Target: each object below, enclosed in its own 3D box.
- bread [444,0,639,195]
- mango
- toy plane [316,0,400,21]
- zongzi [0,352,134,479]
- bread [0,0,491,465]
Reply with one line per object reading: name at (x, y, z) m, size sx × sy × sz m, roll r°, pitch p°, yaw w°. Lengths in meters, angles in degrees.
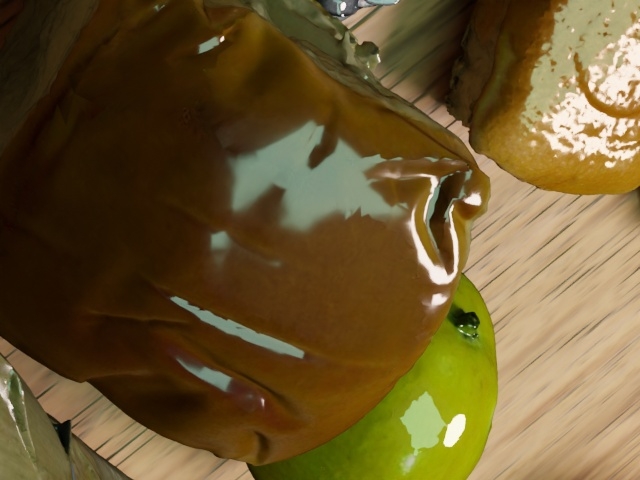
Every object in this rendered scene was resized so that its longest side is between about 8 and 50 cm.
bread at (0.189, -0.155, 1.222) m, size 0.174 × 0.121 × 0.245 m, roll 12°, pitch 110°, yaw -39°
mango at (0.023, 0.095, 1.181) m, size 0.149 × 0.273 × 0.185 m, roll 15°, pitch 83°, yaw -14°
toy plane at (0.057, -0.181, 1.082) m, size 0.267 × 0.088 × 0.212 m, roll 4°, pitch 117°, yaw -12°
zongzi at (-0.266, 0.236, 1.068) m, size 0.356 × 0.174 × 0.393 m, roll -52°, pitch 155°, yaw -10°
bread at (-0.060, -0.032, 0.987) m, size 0.279 × 0.225 × 0.250 m, roll 30°, pitch 114°, yaw -13°
